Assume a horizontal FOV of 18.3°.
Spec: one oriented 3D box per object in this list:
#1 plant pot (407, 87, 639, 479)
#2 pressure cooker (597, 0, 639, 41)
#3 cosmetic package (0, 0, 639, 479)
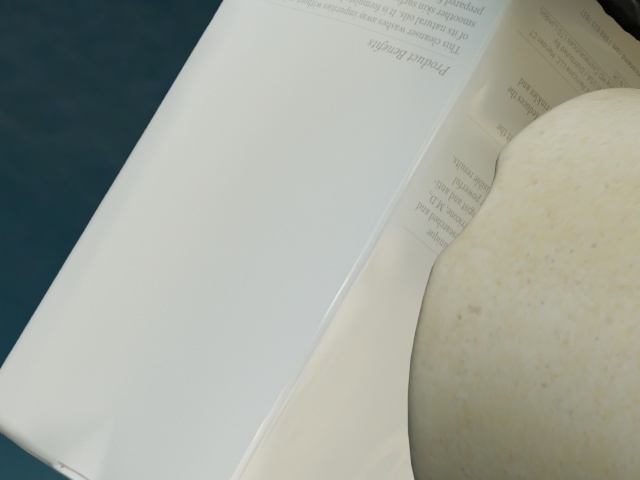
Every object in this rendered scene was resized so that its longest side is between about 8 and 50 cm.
[{"bbox_3d":[0.213,0.071,0.754,0.334,0.305,0.334,-17,-66,-43],"label":"plant pot"},{"bbox_3d":[0.271,-0.316,1.085,0.369,0.420,0.375,2,-56,-7],"label":"pressure cooker"},{"bbox_3d":[0.000,0.000,1.150,0.156,0.217,0.385,36,-97,-45],"label":"cosmetic package"}]
